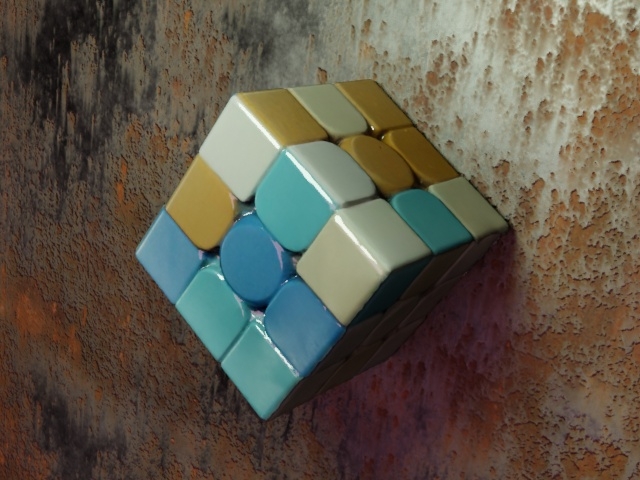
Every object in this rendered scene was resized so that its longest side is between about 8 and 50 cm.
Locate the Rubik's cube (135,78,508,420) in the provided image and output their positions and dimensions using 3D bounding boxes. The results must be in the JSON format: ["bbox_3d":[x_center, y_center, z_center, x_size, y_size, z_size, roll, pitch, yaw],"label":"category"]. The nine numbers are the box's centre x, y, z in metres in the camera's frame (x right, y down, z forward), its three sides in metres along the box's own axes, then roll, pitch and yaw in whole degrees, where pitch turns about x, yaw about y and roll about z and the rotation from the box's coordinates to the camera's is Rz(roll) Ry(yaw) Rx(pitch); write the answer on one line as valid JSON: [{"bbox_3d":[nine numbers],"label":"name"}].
[{"bbox_3d":[0.000,0.000,1.514,0.344,0.347,0.346,49,124,19],"label":"Rubik's cube"}]
